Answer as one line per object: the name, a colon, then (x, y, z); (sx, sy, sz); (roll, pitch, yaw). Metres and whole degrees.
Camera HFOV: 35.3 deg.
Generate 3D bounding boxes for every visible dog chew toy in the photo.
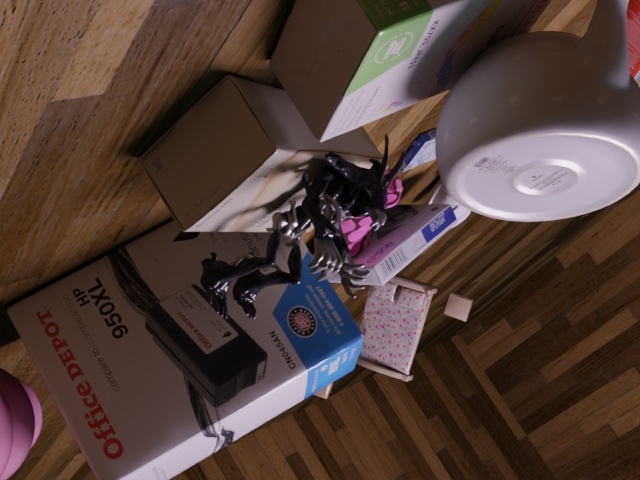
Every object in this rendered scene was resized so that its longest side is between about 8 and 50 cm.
dog chew toy: (-0.480, 0.252, 1.346); (0.206, 0.207, 0.332); (-34, 172, 4)

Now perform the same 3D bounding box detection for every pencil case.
pencil case: (0.069, -0.048, 1.695); (0.098, 0.095, 0.209); (10, 152, -14)

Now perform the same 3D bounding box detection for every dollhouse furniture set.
dollhouse furniture set: (0.077, 0.208, 1.978); (0.174, 0.355, 0.303); (5, 101, -67)

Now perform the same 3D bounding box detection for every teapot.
teapot: (0.243, -0.146, 1.135); (0.255, 0.187, 0.252); (-9, 153, 19)

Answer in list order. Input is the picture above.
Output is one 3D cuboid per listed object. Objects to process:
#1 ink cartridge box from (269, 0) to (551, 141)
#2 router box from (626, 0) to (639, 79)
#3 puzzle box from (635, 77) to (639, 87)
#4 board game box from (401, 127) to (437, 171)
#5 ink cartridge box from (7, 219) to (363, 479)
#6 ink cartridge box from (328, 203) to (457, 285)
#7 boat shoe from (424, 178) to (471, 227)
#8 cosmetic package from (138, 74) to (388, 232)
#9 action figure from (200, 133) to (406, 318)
ink cartridge box: (0.138, -0.260, 1.116); (0.353, 0.119, 0.207); (-25, 164, -28)
router box: (0.613, -0.427, 1.551); (0.335, 0.082, 0.301); (-37, 166, -13)
puzzle box: (0.802, -0.445, 2.000); (0.272, 0.052, 0.409); (-28, 164, -20)
board game box: (0.186, -0.160, 1.712); (0.090, 0.020, 0.090); (-22, 161, -34)
ink cartridge box: (-0.183, 0.138, 1.391); (0.394, 0.286, 0.166); (-29, 163, -15)
ink cartridge box: (0.102, 0.005, 1.850); (0.223, 0.045, 0.224); (-38, -159, -32)
boat shoe: (0.269, -0.117, 1.907); (0.084, 0.095, 0.258); (-4, 138, -53)
cosmetic package: (-0.059, -0.096, 1.250); (0.160, 0.113, 0.309); (-39, 165, 23)
action figure: (0.000, 0.000, 1.192); (0.275, 0.141, 0.164); (-35, 153, 15)
